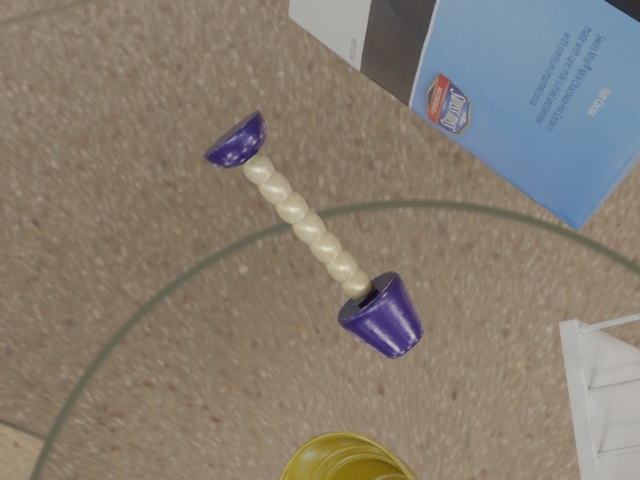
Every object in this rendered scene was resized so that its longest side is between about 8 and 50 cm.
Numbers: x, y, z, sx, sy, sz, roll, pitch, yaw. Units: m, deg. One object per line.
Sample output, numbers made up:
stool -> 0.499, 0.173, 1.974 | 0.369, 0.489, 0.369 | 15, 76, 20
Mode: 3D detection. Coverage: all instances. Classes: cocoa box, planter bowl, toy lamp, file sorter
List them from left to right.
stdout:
toy lamp -> 0.000, 0.000, 1.379 | 0.080, 0.080, 0.275 | -40, 100, -6
planter bowl -> 0.057, 0.296, 1.436 | 0.217, 0.090, 0.217 | 2, 93, 43
cocoa box -> 0.143, -0.200, 0.718 | 0.228, 0.347, 0.231 | 37, 74, 8
file sorter -> 0.372, 0.212, 1.413 | 0.173, 0.193, 0.278 | -17, 66, 30
